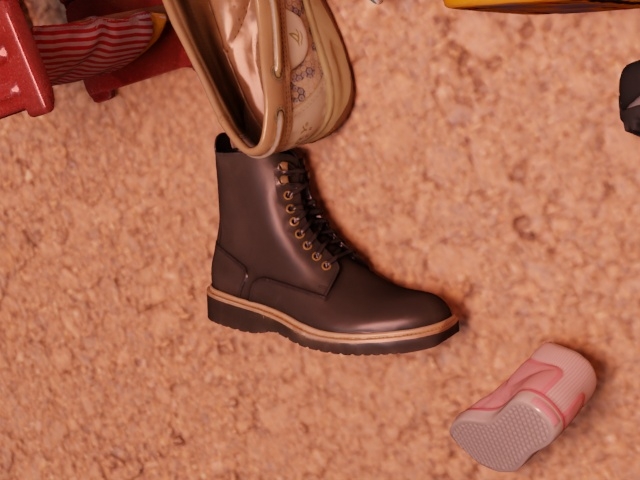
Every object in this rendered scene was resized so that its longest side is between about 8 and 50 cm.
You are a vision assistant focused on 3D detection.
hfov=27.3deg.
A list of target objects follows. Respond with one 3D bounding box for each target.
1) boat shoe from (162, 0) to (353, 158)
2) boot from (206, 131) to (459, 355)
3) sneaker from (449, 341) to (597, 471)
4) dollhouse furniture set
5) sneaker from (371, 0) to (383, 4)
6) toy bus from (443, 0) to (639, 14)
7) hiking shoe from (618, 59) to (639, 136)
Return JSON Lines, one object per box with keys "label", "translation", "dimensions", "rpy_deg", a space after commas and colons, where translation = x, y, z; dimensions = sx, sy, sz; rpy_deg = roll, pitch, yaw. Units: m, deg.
{"label": "boat shoe", "translation": [-0.068, -0.194, 0.874], "dimensions": [0.104, 0.089, 0.285], "rpy_deg": [-25, 92, 35]}
{"label": "boot", "translation": [0.000, 0.000, 0.912], "dimensions": [0.198, 0.077, 0.137], "rpy_deg": [6, 104, 29]}
{"label": "sneaker", "translation": [0.139, 0.110, 0.879], "dimensions": [0.051, 0.070, 0.134], "rpy_deg": [45, 153, 1]}
{"label": "dollhouse furniture set", "translation": [-0.290, -0.140, 0.962], "dimensions": [0.374, 0.201, 0.152], "rpy_deg": [-12, 99, 33]}
{"label": "sneaker", "translation": [0.068, -0.209, 0.815], "dimensions": [0.161, 0.057, 0.075], "rpy_deg": [-33, 104, 34]}
{"label": "toy bus", "translation": [0.138, -0.288, 0.680], "dimensions": [0.130, 0.108, 0.332], "rpy_deg": [6, 99, 43]}
{"label": "hiking shoe", "translation": [0.278, -0.153, 0.686], "dimensions": [0.304, 0.113, 0.132], "rpy_deg": [-33, 57, 41]}
